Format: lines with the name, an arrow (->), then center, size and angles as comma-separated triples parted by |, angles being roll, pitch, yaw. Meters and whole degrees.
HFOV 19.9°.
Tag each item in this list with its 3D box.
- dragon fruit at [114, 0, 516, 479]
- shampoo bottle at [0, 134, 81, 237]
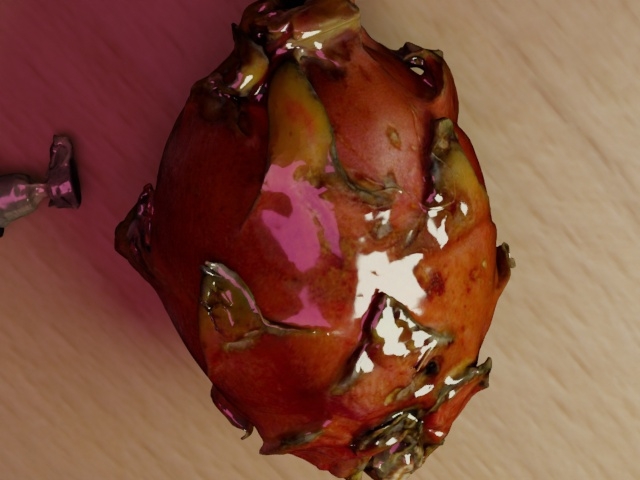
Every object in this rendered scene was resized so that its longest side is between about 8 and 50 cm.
dragon fruit -> -0.001, -0.003, 1.178 | 0.250, 0.250, 0.315 | -26, 121, 8
shampoo bottle -> -0.268, -0.023, 1.263 | 0.208, 0.057, 0.063 | -12, 97, 3
